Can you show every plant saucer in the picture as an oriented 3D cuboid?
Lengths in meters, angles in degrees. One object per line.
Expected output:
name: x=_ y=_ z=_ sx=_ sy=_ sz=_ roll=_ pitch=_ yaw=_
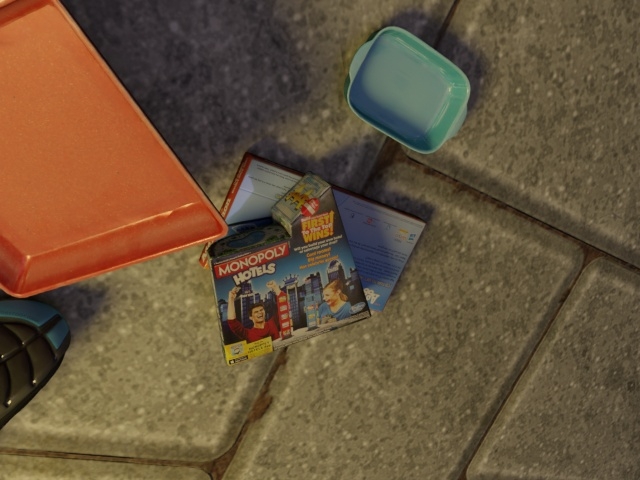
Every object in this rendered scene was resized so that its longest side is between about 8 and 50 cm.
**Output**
plant saucer: x=-0.248 y=-0.070 z=0.551 sx=0.258 sy=0.048 sz=0.259 roll=-16 pitch=134 yaw=17

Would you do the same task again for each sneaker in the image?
sneaker: x=-0.402 y=0.189 z=0.640 sx=0.341 sy=0.125 sz=0.140 roll=-40 pitch=165 yaw=-19

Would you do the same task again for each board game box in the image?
board game box: x=-0.039 y=0.026 z=0.747 sx=0.194 sy=0.060 sz=0.194 roll=-16 pitch=119 yaw=-22
board game box: x=0.000 y=0.000 z=0.810 sx=0.281 sy=0.027 sz=0.145 roll=18 pitch=103 yaw=-34

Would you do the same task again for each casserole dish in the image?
casserole dish: x=0.102 y=-0.182 z=0.773 sx=0.188 sy=0.037 sz=0.114 roll=22 pitch=101 yaw=-34
